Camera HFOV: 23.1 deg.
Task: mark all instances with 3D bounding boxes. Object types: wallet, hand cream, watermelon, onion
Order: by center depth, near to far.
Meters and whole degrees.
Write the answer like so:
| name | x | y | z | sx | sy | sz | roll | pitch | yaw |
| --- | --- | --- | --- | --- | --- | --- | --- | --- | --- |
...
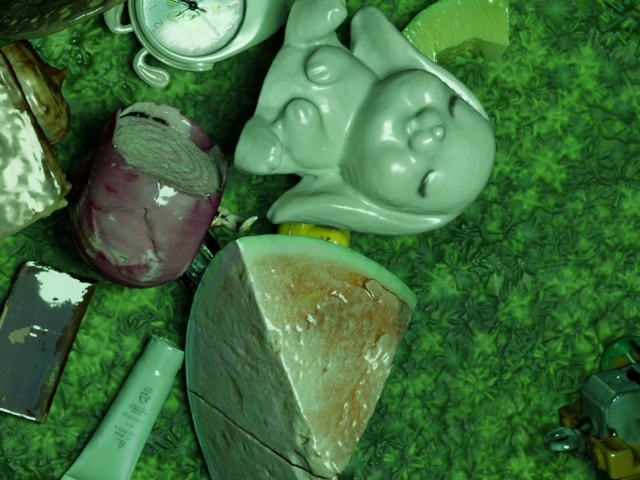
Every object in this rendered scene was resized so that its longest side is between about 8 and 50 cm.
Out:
| name | x | y | z | sx | sy | sz | roll | pitch | yaw |
| --- | --- | --- | --- | --- | --- | --- | --- | --- | --- |
| onion | -0.197 | -0.041 | 1.725 | 0.200 | 0.201 | 0.207 | -23 | 55 | -9 |
| watermelon | -0.003 | 0.162 | 1.776 | 0.222 | 0.292 | 0.319 | -20 | 75 | -29 |
| wallet | -0.329 | 0.114 | 1.797 | 0.095 | 0.026 | 0.176 | 19 | 90 | -17 |
| hand cream | -0.221 | 0.208 | 1.814 | 0.078 | 0.050 | 0.205 | 28 | 92 | -14 |

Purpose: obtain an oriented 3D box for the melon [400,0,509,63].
| name | x | y | z | sx | sy | sz | roll | pitch | yaw |
| --- | --- | --- | --- | --- | --- | --- | --- | --- | --- |
| melon | 0.143 | -0.219 | 1.852 | 0.209 | 0.064 | 0.118 | -33 | 98 | -10 |

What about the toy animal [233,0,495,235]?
| name | x | y | z | sx | sy | sz | roll | pitch | yaw |
| --- | --- | --- | --- | --- | --- | --- | --- | --- | --- |
| toy animal | 0.065 | -0.123 | 1.727 | 0.265 | 0.206 | 0.272 | 19 | 80 | 5 |

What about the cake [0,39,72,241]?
| name | x | y | z | sx | sy | sz | roll | pitch | yaw |
| --- | --- | --- | --- | --- | --- | --- | --- | --- | --- |
| cake | -0.386 | -0.087 | 1.694 | 0.293 | 0.196 | 0.199 | -29 | 100 | -12 |

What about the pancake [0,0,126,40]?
| name | x | y | z | sx | sy | sz | roll | pitch | yaw |
| --- | --- | --- | --- | --- | --- | --- | --- | --- | --- |
| pancake | -0.279 | -0.263 | 1.705 | 0.199 | 0.199 | 0.021 | -22 | 116 | -9 |

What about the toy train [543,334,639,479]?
| name | x | y | z | sx | sy | sz | roll | pitch | yaw |
| --- | --- | --- | --- | --- | --- | --- | --- | --- | --- |
| toy train | 0.480 | 0.240 | 1.892 | 0.429 | 0.178 | 0.249 | -11 | 105 | -10 |

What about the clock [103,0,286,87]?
| name | x | y | z | sx | sy | sz | roll | pitch | yaw |
| --- | --- | --- | --- | --- | --- | --- | --- | --- | --- |
| clock | -0.147 | -0.268 | 1.791 | 0.191 | 0.062 | 0.151 | -32 | 99 | -7 |

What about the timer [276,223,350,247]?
| name | x | y | z | sx | sy | sz | roll | pitch | yaw |
| --- | --- | --- | --- | --- | --- | --- | --- | --- | --- |
| timer | 0.000 | 0.000 | 1.808 | 0.109 | 0.107 | 0.107 | 9 | 92 | 32 |

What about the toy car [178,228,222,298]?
| name | x | y | z | sx | sy | sz | roll | pitch | yaw |
| --- | --- | --- | --- | --- | --- | --- | --- | --- | --- |
| toy car | -0.124 | 0.046 | 1.818 | 0.069 | 0.055 | 0.142 | -39 | 98 | -3 |
